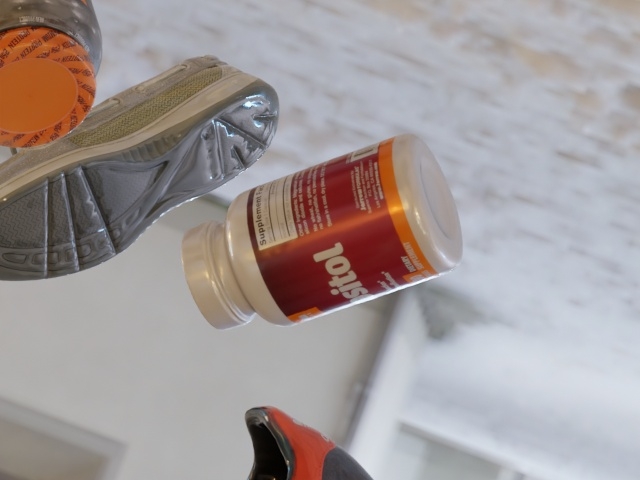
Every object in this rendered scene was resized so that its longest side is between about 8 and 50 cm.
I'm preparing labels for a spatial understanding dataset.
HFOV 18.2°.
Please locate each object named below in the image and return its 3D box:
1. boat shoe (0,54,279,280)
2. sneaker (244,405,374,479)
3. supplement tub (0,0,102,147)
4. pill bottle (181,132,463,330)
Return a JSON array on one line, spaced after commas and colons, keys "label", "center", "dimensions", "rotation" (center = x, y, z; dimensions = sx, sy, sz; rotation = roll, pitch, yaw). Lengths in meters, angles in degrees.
[{"label": "boat shoe", "center": [-0.183, -0.068, 1.703], "dimensions": [0.103, 0.320, 0.118], "rotation": [36, 145, 36]}, {"label": "sneaker", "center": [-0.106, 0.242, 1.205], "dimensions": [0.148, 0.350, 0.131], "rotation": [50, 155, -10]}, {"label": "supplement tub", "center": [-0.215, -0.159, 1.367], "dimensions": [0.117, 0.117, 0.190], "rotation": [27, -149, -40]}, {"label": "pill bottle", "center": [0.000, 0.000, 1.168], "dimensions": [0.152, 0.086, 0.086], "rotation": [-20, 158, 18]}]
